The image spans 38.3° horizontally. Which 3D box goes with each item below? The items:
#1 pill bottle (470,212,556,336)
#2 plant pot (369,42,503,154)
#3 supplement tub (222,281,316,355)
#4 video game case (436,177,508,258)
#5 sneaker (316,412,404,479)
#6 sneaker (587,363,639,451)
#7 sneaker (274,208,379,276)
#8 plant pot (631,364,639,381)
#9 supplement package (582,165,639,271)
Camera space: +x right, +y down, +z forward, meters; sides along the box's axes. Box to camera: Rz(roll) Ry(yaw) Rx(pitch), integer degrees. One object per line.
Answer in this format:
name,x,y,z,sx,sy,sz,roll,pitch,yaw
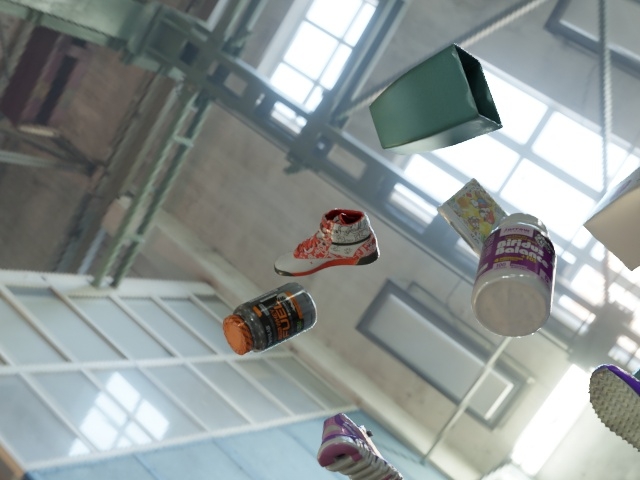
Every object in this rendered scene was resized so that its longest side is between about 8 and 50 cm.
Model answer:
pill bottle,0.434,0.064,2.041,0.301,0.169,0.169,-64,-8,-54
plant pot,0.237,-0.283,1.977,0.234,0.165,0.165,-22,-14,26
supplement tub,-0.114,0.177,2.044,0.190,0.117,0.117,-24,-38,-32
video game case,0.457,-0.062,2.649,0.227,0.206,0.026,-37,-6,-47
sneaker,0.076,0.397,1.696,0.095,0.104,0.236,-30,-53,16
sneaker,0.641,0.328,1.792,0.102,0.293,0.146,-40,9,44
sneaker,0.001,-0.001,2.264,0.090,0.270,0.145,-80,-22,-54
plant pot,0.993,0.377,2.453,0.195,0.290,0.290,-57,-26,-9
supplement package,0.812,-0.090,2.216,0.177,0.175,0.293,-44,-4,-35
